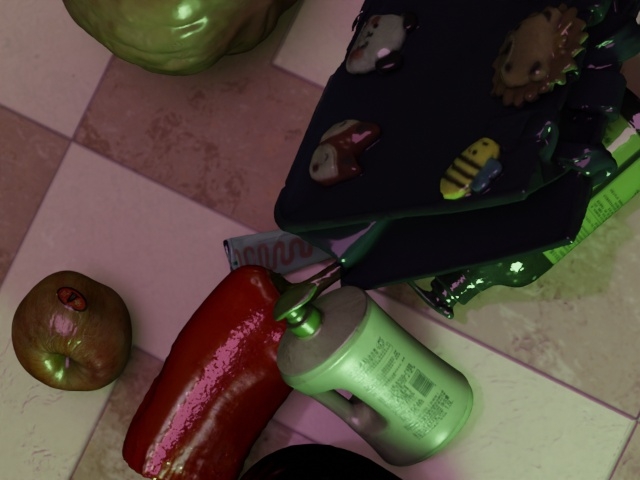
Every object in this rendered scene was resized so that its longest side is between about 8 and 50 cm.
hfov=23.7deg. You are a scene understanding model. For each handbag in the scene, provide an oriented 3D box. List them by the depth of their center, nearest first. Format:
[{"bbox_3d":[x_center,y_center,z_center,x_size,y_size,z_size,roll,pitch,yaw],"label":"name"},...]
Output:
[{"bbox_3d":[0.132,-0.122,1.383,0.329,0.122,0.303,-11,49,46],"label":"handbag"}]

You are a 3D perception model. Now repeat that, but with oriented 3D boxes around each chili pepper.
[{"bbox_3d":[-0.065,0.098,1.519,0.134,0.131,0.338,33,90,-26],"label":"chili pepper"}]

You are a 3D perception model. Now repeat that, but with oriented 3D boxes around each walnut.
[{"bbox_3d":[-0.139,-0.291,1.531,0.273,0.273,0.227,27,122,14],"label":"walnut"}]

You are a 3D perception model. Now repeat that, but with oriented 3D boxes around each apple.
[{"bbox_3d":[-0.255,0.095,1.576,0.126,0.126,0.102,-3,43,13],"label":"apple"}]

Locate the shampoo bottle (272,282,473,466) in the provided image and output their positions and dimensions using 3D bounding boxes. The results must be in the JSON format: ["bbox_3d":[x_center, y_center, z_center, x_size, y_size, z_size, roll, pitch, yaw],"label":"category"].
[{"bbox_3d":[0.037,0.117,1.444,0.118,0.234,0.087,-38,37,14],"label":"shampoo bottle"}]

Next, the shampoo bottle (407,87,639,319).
[{"bbox_3d":[0.212,-0.028,1.486,0.284,0.101,0.101,-42,77,6],"label":"shampoo bottle"}]

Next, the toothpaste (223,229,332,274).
[{"bbox_3d":[0.000,0.000,1.568,0.205,0.036,0.056,-16,82,15],"label":"toothpaste"}]

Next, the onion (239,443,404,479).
[{"bbox_3d":[0.023,0.318,1.439,0.281,0.221,0.281,3,61,-5],"label":"onion"}]
